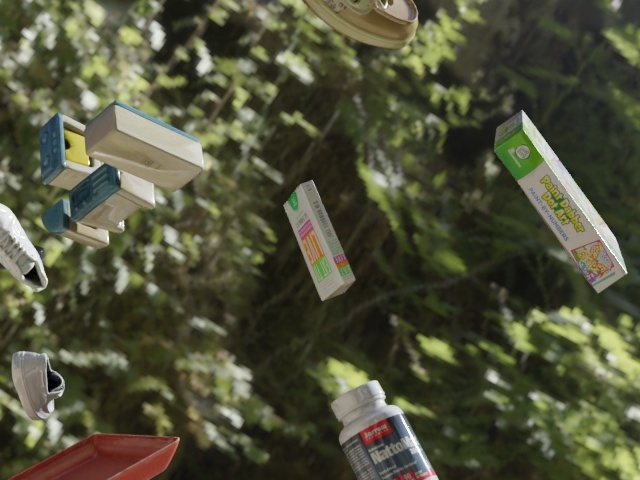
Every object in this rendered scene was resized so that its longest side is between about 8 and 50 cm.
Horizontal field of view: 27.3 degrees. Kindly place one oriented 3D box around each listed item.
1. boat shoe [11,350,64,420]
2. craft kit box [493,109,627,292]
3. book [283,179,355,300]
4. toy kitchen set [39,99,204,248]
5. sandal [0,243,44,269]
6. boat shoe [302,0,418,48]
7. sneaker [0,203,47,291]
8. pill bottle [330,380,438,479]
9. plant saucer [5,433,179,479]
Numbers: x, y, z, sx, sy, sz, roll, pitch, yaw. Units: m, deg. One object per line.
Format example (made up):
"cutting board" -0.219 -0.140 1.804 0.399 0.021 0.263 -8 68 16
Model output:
"boat shoe" -0.431 0.224 2.049 0.063 0.066 0.184 -4 -38 0
"craft kit box" 0.340 -0.063 1.888 0.247 0.061 0.250 51 14 -4
"book" 0.000 0.000 1.763 0.144 0.035 0.096 66 -19 9
"toy kitchen set" -0.248 -0.112 1.466 0.207 0.166 0.122 -34 -40 32
"sandal" -0.551 -0.013 2.082 0.254 0.097 0.054 19 -67 20
"boat shoe" 0.011 -0.310 1.450 0.285 0.105 0.089 28 -52 -30
"sneaker" -0.384 0.008 1.651 0.061 0.053 0.152 42 -11 41
"pill bottle" 0.090 0.307 1.972 0.180 0.108 0.108 62 -13 16
"plant saucer" -0.386 0.385 2.105 0.259 0.258 0.048 -8 -77 48
